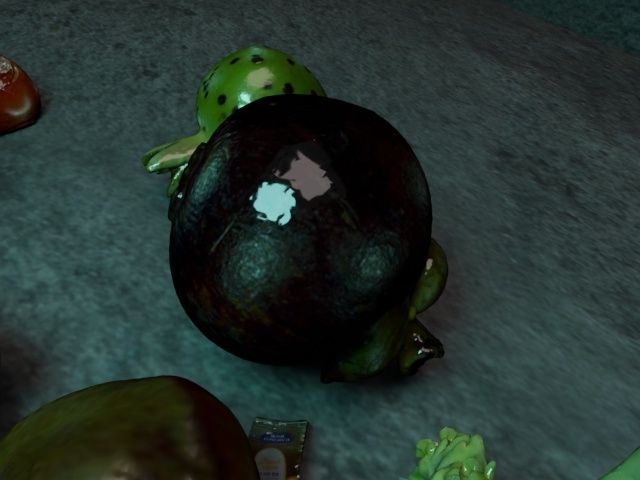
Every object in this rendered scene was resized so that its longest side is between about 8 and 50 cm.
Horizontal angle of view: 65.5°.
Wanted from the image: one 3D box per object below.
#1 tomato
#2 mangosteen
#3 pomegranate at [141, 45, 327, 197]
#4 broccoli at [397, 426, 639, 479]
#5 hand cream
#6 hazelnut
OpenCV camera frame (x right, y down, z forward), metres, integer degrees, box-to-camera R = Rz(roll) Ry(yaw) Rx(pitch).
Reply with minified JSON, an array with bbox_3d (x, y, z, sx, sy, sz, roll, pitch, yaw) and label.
[{"bbox_3d":[-0.608,-0.264,0.853,0.227,0.101,0.228,8,43,-8],"label":"tomato"},{"bbox_3d":[-0.012,-0.005,0.556,0.329,0.330,0.330,6,42,-6],"label":"mangosteen"},{"bbox_3d":[-0.111,-0.154,0.790,0.231,0.231,0.286,39,90,27],"label":"pomegranate"},{"bbox_3d":[0.192,0.254,0.316,0.293,0.281,0.348,-2,33,-28],"label":"broccoli"},{"bbox_3d":[-0.050,0.239,0.472,0.062,0.039,0.163,-3,39,9],"label":"hand cream"},{"bbox_3d":[-0.136,0.222,0.349,0.229,0.230,0.230,6,42,-6],"label":"hazelnut"}]
